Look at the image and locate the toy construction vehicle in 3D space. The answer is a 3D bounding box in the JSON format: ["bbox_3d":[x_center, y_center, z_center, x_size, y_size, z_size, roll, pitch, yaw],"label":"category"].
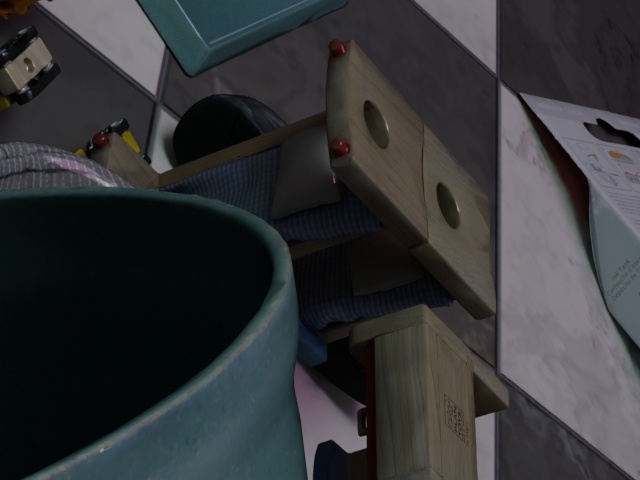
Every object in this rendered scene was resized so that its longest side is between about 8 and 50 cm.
[{"bbox_3d":[-0.122,-0.040,0.847,0.086,0.035,0.098,59,32,-19],"label":"toy construction vehicle"}]

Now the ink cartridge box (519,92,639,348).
[{"bbox_3d":[0.229,0.011,1.288,0.189,0.066,0.232,6,36,-52],"label":"ink cartridge box"}]

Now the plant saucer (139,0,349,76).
[{"bbox_3d":[-0.037,-0.139,1.065,0.067,0.018,0.192,56,32,-1],"label":"plant saucer"}]

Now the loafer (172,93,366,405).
[{"bbox_3d":[0.000,0.000,0.950,0.170,0.062,0.061,59,26,1],"label":"loafer"}]

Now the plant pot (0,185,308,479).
[{"bbox_3d":[-0.131,0.122,0.481,0.293,0.293,0.196,-39,121,-59],"label":"plant pot"}]

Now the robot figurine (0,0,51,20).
[{"bbox_3d":[-0.177,-0.248,0.835,0.211,0.085,0.291,-92,157,-48],"label":"robot figurine"}]

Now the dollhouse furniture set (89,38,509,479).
[{"bbox_3d":[-0.011,0.040,0.807,0.129,0.129,0.183,45,34,-44],"label":"dollhouse furniture set"}]

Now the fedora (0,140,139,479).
[{"bbox_3d":[-0.091,0.075,0.691,0.244,0.124,0.275,-10,70,-56],"label":"fedora"}]
